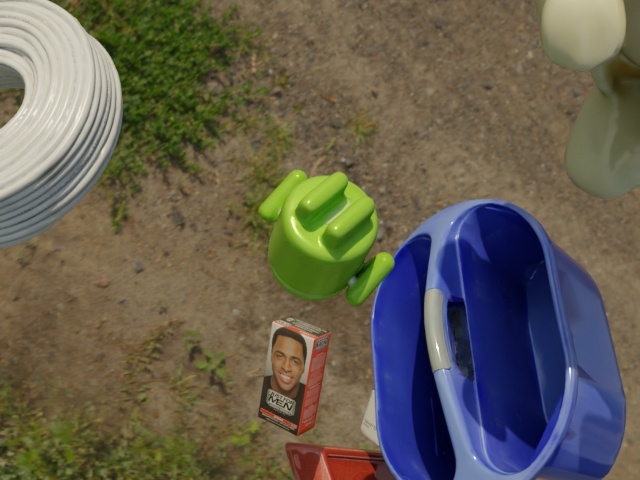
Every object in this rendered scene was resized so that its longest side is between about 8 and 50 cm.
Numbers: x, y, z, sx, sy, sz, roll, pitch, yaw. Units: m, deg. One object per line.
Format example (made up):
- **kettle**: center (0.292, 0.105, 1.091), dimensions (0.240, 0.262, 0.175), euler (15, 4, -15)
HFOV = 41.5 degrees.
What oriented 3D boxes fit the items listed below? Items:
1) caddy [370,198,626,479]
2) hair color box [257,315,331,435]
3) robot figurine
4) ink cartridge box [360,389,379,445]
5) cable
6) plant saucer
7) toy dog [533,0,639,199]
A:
- **caddy**: center (0.171, 0.120, 0.897), dimensions (0.179, 0.241, 0.341), euler (28, 46, -37)
- **hair color box**: center (-0.036, 0.179, 1.121), dimensions (0.043, 0.072, 0.141), euler (-13, 116, -55)
- **robot figurine**: center (0.000, 0.000, 0.586), dimensions (0.101, 0.115, 0.067), euler (42, 62, 10)
- **ink cartridge box**: center (0.172, 0.294, 1.329), dimensions (0.175, 0.127, 0.072), euler (9, 102, -38)
- **cable**: center (-0.321, -0.121, 0.825), dimensions (0.257, 0.089, 0.257), euler (-36, 63, -9)
- **plant saucer**: center (0.078, 0.425, 1.287), dimensions (0.258, 0.047, 0.259), euler (21, 40, -48)
- **toy dog**: center (0.297, -0.254, 0.579), dimensions (0.408, 0.284, 0.395), euler (44, 70, -47)
